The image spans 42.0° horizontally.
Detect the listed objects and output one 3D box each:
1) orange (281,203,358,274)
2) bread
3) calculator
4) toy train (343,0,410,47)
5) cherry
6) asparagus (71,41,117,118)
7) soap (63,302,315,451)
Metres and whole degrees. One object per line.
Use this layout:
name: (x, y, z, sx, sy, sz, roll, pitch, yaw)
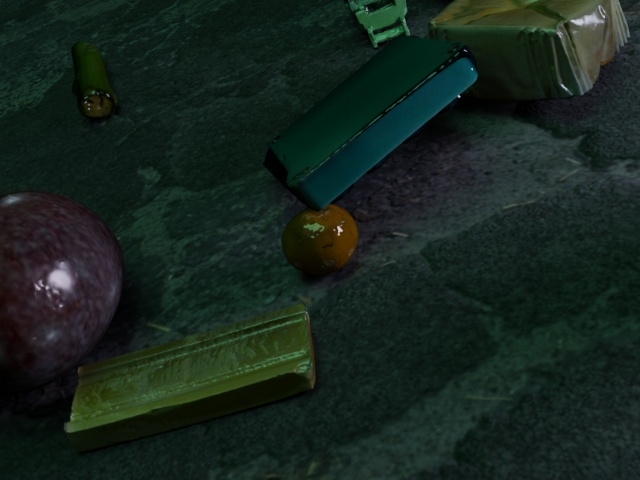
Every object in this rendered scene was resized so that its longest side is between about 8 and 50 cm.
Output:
orange: (0.000, 0.000, 0.888, 0.083, 0.070, 0.083, -8, 25, 4)
bread: (0.258, -0.250, 1.033, 0.210, 0.109, 0.192, 10, 41, 36)
calculator: (0.053, -0.140, 0.954, 0.248, 0.058, 0.274, -41, 18, -1)
toy train: (0.087, -0.368, 1.304, 0.099, 0.081, 0.149, -20, 31, 4)
cherry: (-0.326, 0.050, 0.893, 0.230, 0.203, 0.300, -20, 13, 29)
asparagus: (-0.406, -0.288, 1.476, 0.067, 0.060, 0.277, -40, 35, 10)
soap: (-0.125, 0.134, 0.815, 0.252, 0.037, 0.092, -16, 38, 8)
